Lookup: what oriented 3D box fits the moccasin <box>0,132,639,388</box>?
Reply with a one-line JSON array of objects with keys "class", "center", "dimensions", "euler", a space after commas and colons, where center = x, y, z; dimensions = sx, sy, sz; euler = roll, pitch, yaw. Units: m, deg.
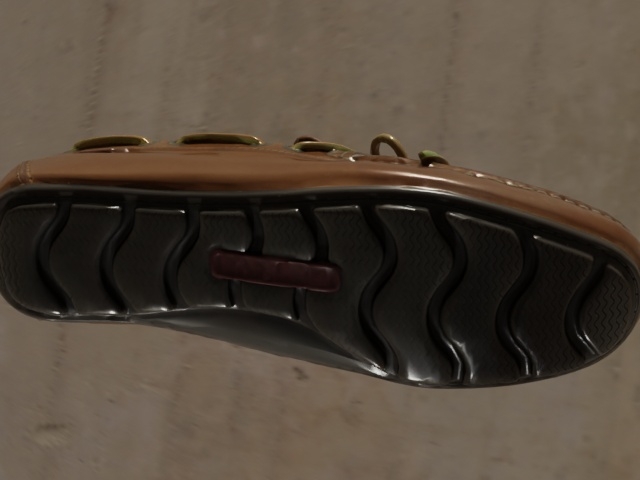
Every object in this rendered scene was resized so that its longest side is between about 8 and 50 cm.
[{"class": "moccasin", "center": [0.000, 0.003, 1.108], "dimensions": [0.380, 0.147, 0.139], "euler": [1, -65, 14]}]
